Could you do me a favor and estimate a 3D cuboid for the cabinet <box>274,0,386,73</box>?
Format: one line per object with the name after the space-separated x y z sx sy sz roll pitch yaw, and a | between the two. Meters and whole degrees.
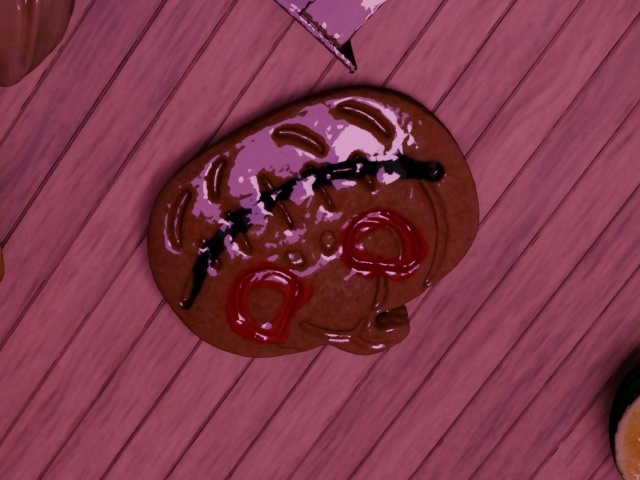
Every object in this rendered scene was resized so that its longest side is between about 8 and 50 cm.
0.011 -0.314 1.699 0.215 0.148 0.175 41 104 -14 | cabinet

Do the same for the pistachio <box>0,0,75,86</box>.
-0.314 -0.297 1.657 0.162 0.181 0.293 -2 107 -22 | pistachio

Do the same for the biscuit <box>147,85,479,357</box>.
0.000 0.001 1.872 0.367 0.063 0.314 -27 111 5 | biscuit

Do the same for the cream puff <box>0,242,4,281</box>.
-0.533 -0.018 1.726 0.378 0.275 0.378 -12 112 -32 | cream puff

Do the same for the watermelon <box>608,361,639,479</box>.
0.427 0.200 1.952 0.204 0.127 0.232 -21 114 4 | watermelon
